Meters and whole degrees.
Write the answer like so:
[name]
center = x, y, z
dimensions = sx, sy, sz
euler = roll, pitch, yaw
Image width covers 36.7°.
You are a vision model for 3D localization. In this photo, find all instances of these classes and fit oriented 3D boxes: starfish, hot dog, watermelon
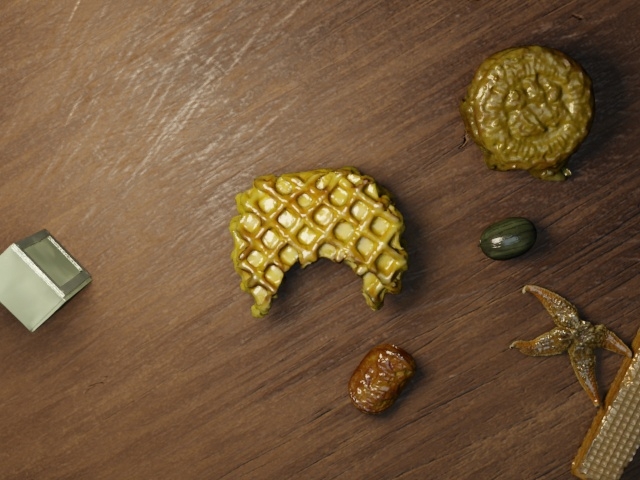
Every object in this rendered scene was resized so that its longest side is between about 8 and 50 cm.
[starfish]
center = 0.460, 0.192, 1.823
dimensions = 0.247, 0.050, 0.138
euler = 34, 96, 1
[hot dog]
center = 0.116, 0.260, 1.810
dimensions = 0.099, 0.065, 0.147
euler = 31, 107, -6
[watermelon]
center = 0.343, -0.002, 1.775
dimensions = 0.111, 0.078, 0.078
euler = -21, 98, 6

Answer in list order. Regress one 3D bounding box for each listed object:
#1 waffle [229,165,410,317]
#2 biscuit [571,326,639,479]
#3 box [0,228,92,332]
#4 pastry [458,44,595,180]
[waffle]
center = 0.000, 0.000, 1.734
dimensions = 0.324, 0.151, 0.261
euler = -4, 101, -3
[biscuit]
center = 0.595, 0.296, 1.833
dimensions = 0.094, 0.054, 0.378
euler = 24, 96, -4
[box]
center = -0.490, 0.064, 1.684
dimensions = 0.086, 0.225, 0.129
euler = -43, 97, 3
[pastry]
center = 0.369, -0.231, 1.719
dimensions = 0.240, 0.132, 0.235
euler = 12, 96, -2
